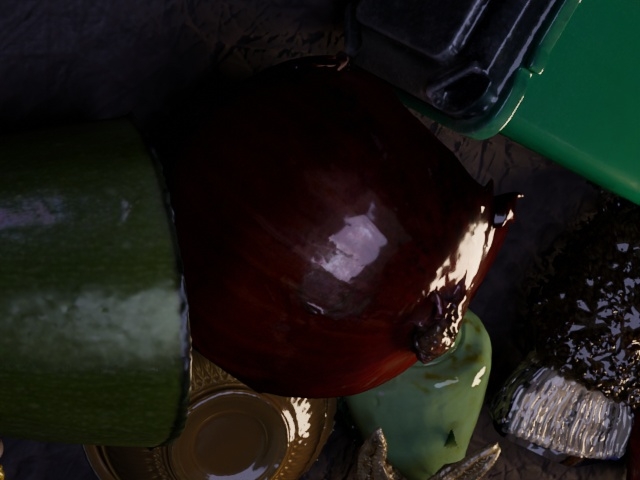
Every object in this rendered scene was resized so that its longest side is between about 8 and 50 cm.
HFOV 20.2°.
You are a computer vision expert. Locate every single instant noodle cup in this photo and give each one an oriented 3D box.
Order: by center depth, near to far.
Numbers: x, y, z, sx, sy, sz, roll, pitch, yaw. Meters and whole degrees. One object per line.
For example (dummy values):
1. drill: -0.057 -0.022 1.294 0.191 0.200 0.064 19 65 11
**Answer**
1. instant noodle cup: -0.100 0.187 1.795 0.274 0.091 0.274 -6 113 -14

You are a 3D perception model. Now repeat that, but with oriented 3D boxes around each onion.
1. onion: -0.006 -0.006 1.642 0.341 0.341 0.341 -9 113 -22

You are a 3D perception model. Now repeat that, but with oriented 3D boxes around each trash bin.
1. trash bin: 0.249 -0.201 1.747 0.381 0.259 0.295 28 94 -38

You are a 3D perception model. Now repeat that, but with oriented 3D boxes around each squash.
1. squash: -0.295 0.054 1.558 0.309 0.310 0.310 -7 112 -20

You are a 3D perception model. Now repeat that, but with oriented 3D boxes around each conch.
1. conch: 0.096 0.167 1.899 0.143 0.137 0.250 -26 142 -44

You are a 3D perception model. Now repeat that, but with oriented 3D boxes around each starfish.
1. starfish: 0.092 0.271 1.899 0.277 0.062 0.235 1 135 0

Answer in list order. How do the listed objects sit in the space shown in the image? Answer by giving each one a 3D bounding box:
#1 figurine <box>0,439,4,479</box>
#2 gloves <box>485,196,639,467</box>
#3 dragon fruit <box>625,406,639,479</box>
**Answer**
1. figurine: -0.350 0.193 1.698 0.156 0.095 0.115 -51 133 -4
2. gloves: 0.321 0.098 1.943 0.210 0.135 0.312 22 94 -3
3. dragon fruit: 0.440 0.241 2.010 0.210 0.205 0.268 -21 138 -17
